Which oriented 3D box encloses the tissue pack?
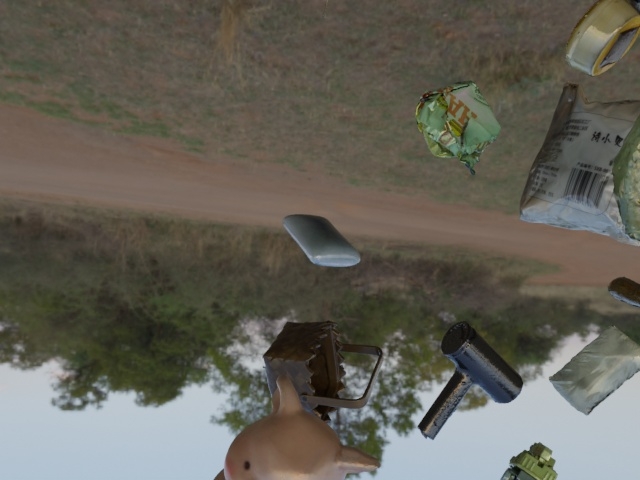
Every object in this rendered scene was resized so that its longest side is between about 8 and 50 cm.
[{"bbox_3d":[0.688,-0.193,1.538,0.195,0.389,0.376,11,-168,-32],"label":"tissue pack"}]

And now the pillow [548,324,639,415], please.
[{"bbox_3d":[0.698,0.327,1.531,0.128,0.229,0.051,50,-159,22],"label":"pillow"}]

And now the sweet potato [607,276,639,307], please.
[{"bbox_3d":[0.855,0.159,1.604,0.081,0.062,0.233,38,-177,-36],"label":"sweet potato"}]

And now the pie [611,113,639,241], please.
[{"bbox_3d":[0.664,-0.131,1.063,0.297,0.370,0.078,13,-167,-7],"label":"pie"}]

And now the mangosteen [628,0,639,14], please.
[{"bbox_3d":[0.670,-0.547,1.098,0.307,0.306,0.346,8,-144,-24],"label":"mangosteen"}]

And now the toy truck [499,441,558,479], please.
[{"bbox_3d":[0.372,0.407,1.077,0.077,0.100,0.169,32,169,24],"label":"toy truck"}]

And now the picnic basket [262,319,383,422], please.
[{"bbox_3d":[0.014,0.402,1.846,0.321,0.291,0.254,0,-154,21],"label":"picnic basket"}]

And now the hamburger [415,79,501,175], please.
[{"bbox_3d":[0.339,-0.276,1.522,0.214,0.235,0.125,-29,-167,-34],"label":"hamburger"}]

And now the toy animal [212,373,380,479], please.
[{"bbox_3d":[-0.075,0.367,0.910,0.195,0.256,0.213,41,-132,15],"label":"toy animal"}]

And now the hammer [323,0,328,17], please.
[{"bbox_3d":[0.021,-0.642,1.600,0.029,0.014,0.122,-8,138,-23],"label":"hammer"}]

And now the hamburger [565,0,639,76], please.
[{"bbox_3d":[0.463,-0.339,1.003,0.141,0.081,0.126,-34,154,-13],"label":"hamburger"}]

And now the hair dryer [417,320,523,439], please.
[{"bbox_3d":[0.304,0.333,1.346,0.197,0.251,0.089,43,174,-16],"label":"hair dryer"}]

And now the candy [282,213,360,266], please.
[{"bbox_3d":[0.000,0.000,1.434,0.138,0.071,0.174,4,-148,-37],"label":"candy"}]
